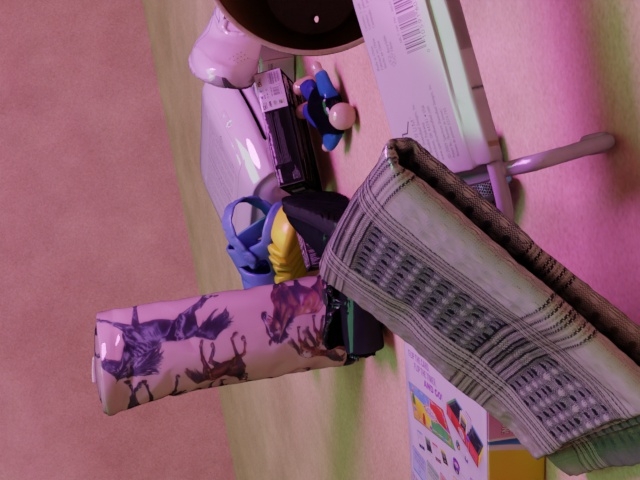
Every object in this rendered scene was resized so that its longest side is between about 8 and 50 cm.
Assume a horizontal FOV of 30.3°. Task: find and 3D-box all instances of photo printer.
[{"bbox_3d":[-0.126,-0.134,2.062,0.307,0.107,0.256,100,148,-56],"label":"photo printer"}]

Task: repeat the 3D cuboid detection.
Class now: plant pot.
[{"bbox_3d":[-0.010,-0.314,1.349,0.254,0.237,0.237,-94,-6,-88],"label":"plant pot"}]

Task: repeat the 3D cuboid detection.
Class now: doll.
[{"bbox_3d":[0.004,-0.191,1.675,0.189,0.046,0.129,-134,35,-66],"label":"doll"}]

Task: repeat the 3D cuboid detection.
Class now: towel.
[{"bbox_3d":[0.142,0.081,0.978,0.324,0.056,0.312,39,159,3],"label":"towel"}]

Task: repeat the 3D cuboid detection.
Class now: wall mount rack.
[{"bbox_3d":[0.102,-0.148,1.037,0.304,0.130,0.350,-11,95,58],"label":"wall mount rack"}]

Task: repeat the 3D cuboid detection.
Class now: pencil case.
[{"bbox_3d":[-0.156,0.154,1.818,0.183,0.410,0.159,101,157,-71],"label":"pencil case"}]

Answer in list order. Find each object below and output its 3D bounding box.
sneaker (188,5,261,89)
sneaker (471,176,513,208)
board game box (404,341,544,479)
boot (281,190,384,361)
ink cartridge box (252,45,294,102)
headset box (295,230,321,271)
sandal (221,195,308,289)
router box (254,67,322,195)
[{"bbox_3d":[-0.129,-0.342,1.809,0.297,0.111,0.129,-80,5,-46],"label":"sneaker"},{"bbox_3d":[0.149,-0.093,1.188,0.076,0.065,0.166,-58,46,46],"label":"sneaker"},{"bbox_3d":[0.165,0.204,1.301,0.242,0.064,0.316,-129,32,-62],"label":"board game box"},{"bbox_3d":[0.016,0.047,1.702,0.246,0.094,0.207,-148,53,-63],"label":"boot"},{"bbox_3d":[-0.086,-0.292,1.931,0.135,0.056,0.099,-115,19,-44],"label":"ink cartridge box"},{"bbox_3d":[0.000,0.000,1.798,0.032,0.062,0.083,117,139,-66],"label":"headset box"},{"bbox_3d":[-0.094,0.028,1.964,0.317,0.138,0.126,98,-161,-50],"label":"sandal"},{"bbox_3d":[-0.048,-0.160,1.805,0.133,0.046,0.178,28,-132,-76],"label":"router box"}]
